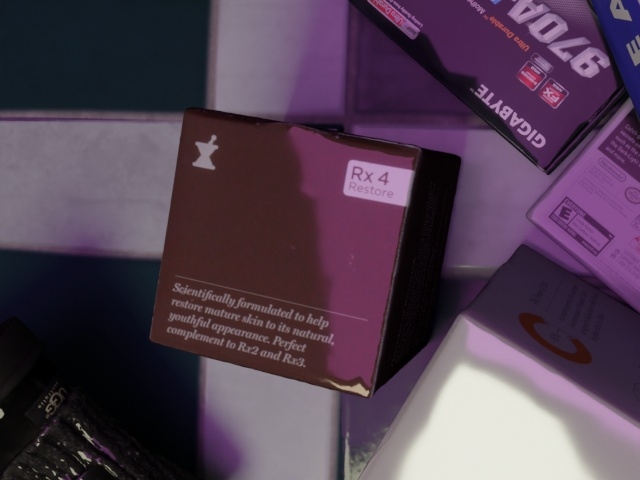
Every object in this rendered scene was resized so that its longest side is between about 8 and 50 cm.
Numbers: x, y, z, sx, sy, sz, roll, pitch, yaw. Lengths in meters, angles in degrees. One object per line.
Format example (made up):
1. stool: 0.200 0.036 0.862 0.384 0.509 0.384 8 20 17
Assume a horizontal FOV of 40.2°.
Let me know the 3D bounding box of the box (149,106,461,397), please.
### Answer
1. box: 0.000 0.000 0.663 0.168 0.203 0.167 12 97 16

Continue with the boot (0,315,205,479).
1. boot: -0.275 0.231 0.802 0.348 0.131 0.260 -27 114 42

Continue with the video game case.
1. video game case: 0.287 -0.022 0.670 0.190 0.022 0.173 42 104 11

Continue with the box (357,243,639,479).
1. box: 0.224 0.177 0.590 0.345 0.215 0.168 33 111 13

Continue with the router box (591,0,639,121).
1. router box: 0.352 -0.157 0.571 0.301 0.082 0.336 -22 87 1

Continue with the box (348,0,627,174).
1. box: 0.155 -0.187 0.682 0.220 0.051 0.175 44 104 11
